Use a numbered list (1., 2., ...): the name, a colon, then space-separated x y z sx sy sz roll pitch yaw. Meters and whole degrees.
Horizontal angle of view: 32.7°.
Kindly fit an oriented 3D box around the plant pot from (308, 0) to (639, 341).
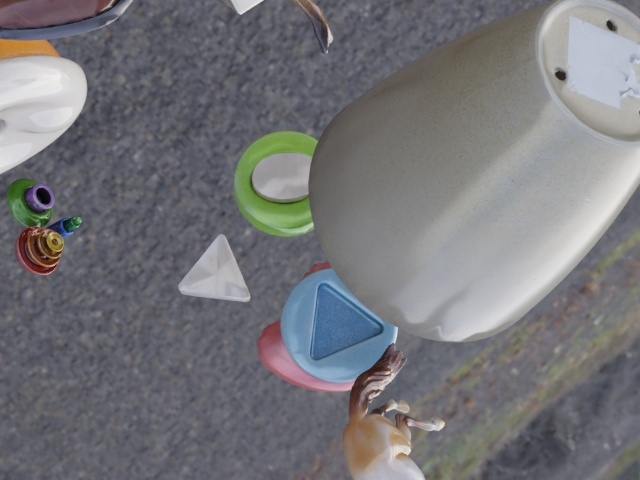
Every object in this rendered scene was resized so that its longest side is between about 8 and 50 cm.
1. plant pot: 0.156 -0.077 0.905 0.256 0.256 0.274 -30 172 -30

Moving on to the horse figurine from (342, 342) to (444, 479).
1. horse figurine: 0.089 0.237 1.095 0.066 0.263 0.174 -35 162 29

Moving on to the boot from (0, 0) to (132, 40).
1. boot: -0.195 -0.322 0.871 0.264 0.096 0.280 -25 123 -14

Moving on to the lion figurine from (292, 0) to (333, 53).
1. lion figurine: 0.019 -0.348 0.897 0.240 0.142 0.392 -4 119 -58

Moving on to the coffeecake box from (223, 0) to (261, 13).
1. coffeecake box: 0.005 -0.195 0.504 0.185 0.142 0.068 -33 122 -6

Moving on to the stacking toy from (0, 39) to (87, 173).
1. stacking toy: -0.546 -0.311 1.399 0.350 0.480 0.350 -26 175 -3

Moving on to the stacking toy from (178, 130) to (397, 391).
1. stacking toy: 0.000 0.000 1.258 0.309 0.279 0.130 -63 174 -15

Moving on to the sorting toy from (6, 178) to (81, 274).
1. sorting toy: -0.261 -0.017 1.041 0.042 0.102 0.061 -24 157 33
